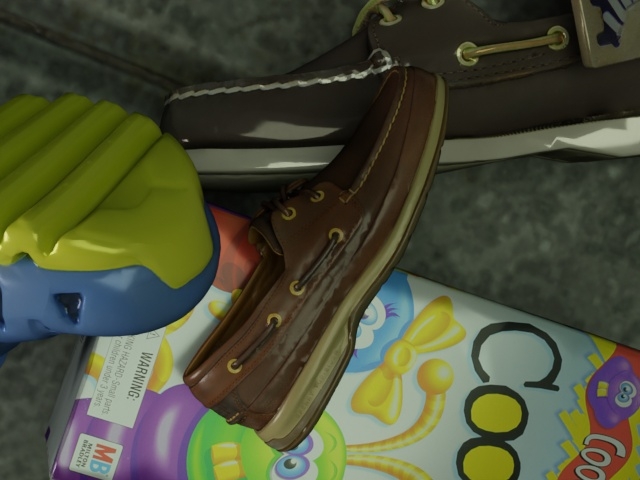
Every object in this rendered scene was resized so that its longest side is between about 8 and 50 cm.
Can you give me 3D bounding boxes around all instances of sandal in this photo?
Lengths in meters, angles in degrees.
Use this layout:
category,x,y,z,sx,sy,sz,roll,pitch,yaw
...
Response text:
category,x,y,z,sx,sy,sz,roll,pitch,yaw
sandal,-0.170,0.012,0.705,0.126,0.317,0.138,-35,121,-45

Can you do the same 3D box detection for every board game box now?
category,x,y,z,sx,sy,sz,roll,pitch,yaw
board game box,0.017,0.081,0.780,0.275,0.142,0.144,18,88,-11

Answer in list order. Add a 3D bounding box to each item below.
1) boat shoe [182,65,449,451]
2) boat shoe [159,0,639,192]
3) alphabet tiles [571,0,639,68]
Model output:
category,x,y,z,sx,sy,sz,roll,pitch,yaw
boat shoe,0.000,0.000,0.672,0.060,0.064,0.178,27,86,-11
boat shoe,0.070,-0.082,0.803,0.324,0.116,0.097,-6,91,-15
alphabet tiles,0.249,-0.203,0.819,0.342,0.011,0.285,-16,97,-31
